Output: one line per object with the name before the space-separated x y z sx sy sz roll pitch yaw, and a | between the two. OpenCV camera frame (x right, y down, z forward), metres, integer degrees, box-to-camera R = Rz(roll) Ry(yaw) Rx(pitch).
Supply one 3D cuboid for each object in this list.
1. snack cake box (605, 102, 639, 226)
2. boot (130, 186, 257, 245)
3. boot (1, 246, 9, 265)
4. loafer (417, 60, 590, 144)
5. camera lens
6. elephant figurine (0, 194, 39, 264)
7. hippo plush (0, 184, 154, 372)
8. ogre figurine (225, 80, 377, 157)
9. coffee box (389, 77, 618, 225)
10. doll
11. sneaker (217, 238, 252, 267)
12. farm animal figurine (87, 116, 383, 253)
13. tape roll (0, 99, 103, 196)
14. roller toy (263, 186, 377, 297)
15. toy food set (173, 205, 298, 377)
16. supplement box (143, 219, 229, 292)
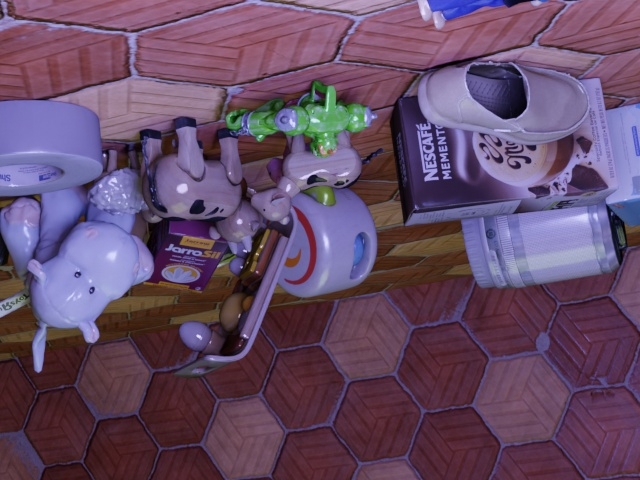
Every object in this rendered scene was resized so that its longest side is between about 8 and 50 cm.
snack cake box | 0.524 -0.120 2.038 0.089 0.152 0.264 -12 169 20
boot | -0.250 -0.037 2.099 0.261 0.095 0.203 -5 170 -25
boot | -0.664 0.014 2.187 0.197 0.077 0.137 12 167 -24
loafer | 0.260 -0.185 1.639 0.268 0.102 0.092 -1 174 -28
camera lens | 0.411 -0.032 2.250 0.274 0.220 0.219 -11 169 16
elephant figurine | -0.585 0.028 1.970 0.239 0.186 0.169 2 -167 10
hippo plush | -0.391 0.033 1.839 0.294 0.234 0.236 -41 -171 -6
ogre figurine | -0.015 -0.161 1.622 0.197 0.097 0.118 16 178 -28
coffee box | 0.259 -0.126 1.776 0.297 0.168 0.119 -7 170 -6
doll | 0.198 -0.269 1.289 0.189 0.046 0.129 -12 170 25
sneaker | -0.272 -0.002 2.258 0.299 0.111 0.121 -10 166 1
farm animal figurine | -0.125 -0.074 1.768 0.326 0.172 0.330 2 166 -40
tape roll | -0.398 -0.118 1.620 0.219 0.072 0.219 -8 170 -1
roller toy | 0.000 0.000 2.182 0.146 0.191 0.209 -11 164 -39
toy food set | -0.149 0.080 2.053 0.092 0.306 0.219 26 159 -13
supplement box | -0.215 0.005 1.987 0.104 0.081 0.188 10 149 -17
